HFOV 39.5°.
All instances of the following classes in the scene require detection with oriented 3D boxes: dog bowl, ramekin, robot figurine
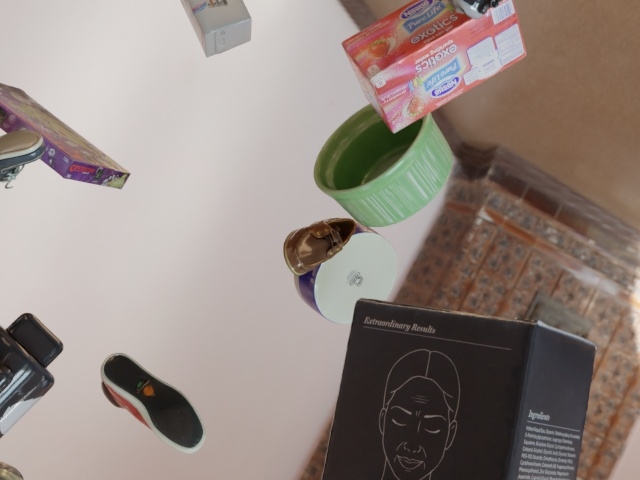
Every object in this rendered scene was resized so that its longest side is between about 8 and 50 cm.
[{"bbox_3d":[0.068,0.082,2.342,0.265,0.264,0.104,36,179,-39],"label":"dog bowl"},{"bbox_3d":[0.148,-0.174,2.010,0.148,0.303,0.303,47,162,-32],"label":"ramekin"},{"bbox_3d":[-0.590,0.257,1.593,0.174,0.278,0.209,35,161,27],"label":"robot figurine"}]

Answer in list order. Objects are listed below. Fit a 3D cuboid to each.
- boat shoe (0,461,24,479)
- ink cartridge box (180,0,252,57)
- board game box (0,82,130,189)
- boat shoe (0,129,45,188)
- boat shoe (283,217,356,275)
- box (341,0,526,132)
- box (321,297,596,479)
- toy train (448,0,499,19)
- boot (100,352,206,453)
[{"bbox_3d":[-0.444,0.425,1.041,0.132,0.355,0.130,14,-163,-17],"label":"boat shoe"},{"bbox_3d":[-0.259,-0.566,2.191,0.128,0.127,0.176,111,135,-76],"label":"ink cartridge box"},{"bbox_3d":[-0.567,-0.223,1.804,0.347,0.056,0.208,36,-167,17],"label":"board game box"},{"bbox_3d":[-0.605,-0.142,1.662,0.255,0.095,0.079,-10,121,24],"label":"boat shoe"},{"bbox_3d":[0.000,0.000,1.351,0.064,0.060,0.178,65,-151,-6],"label":"boat shoe"},{"bbox_3d":[0.215,-0.360,1.681,0.154,0.300,0.142,58,-179,-46],"label":"box"},{"bbox_3d":[0.185,0.303,1.260,0.294,0.395,0.212,5,170,40],"label":"box"},{"bbox_3d":[0.298,-0.529,1.475,0.142,0.334,0.190,18,-157,-47],"label":"toy train"},{"bbox_3d":[-0.327,0.328,1.735,0.244,0.088,0.176,41,153,5],"label":"boot"}]
